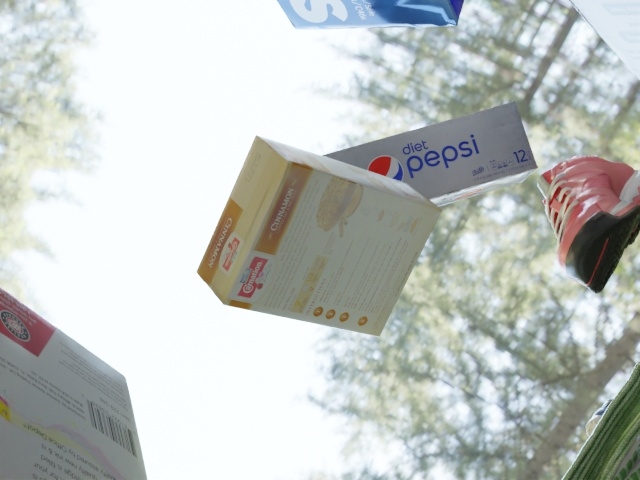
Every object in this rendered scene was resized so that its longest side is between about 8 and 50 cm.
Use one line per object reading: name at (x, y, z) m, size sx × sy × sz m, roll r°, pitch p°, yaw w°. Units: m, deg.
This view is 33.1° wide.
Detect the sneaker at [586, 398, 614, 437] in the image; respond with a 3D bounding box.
sneaker at (0.429, 0.296, 1.524) m, size 0.084 × 0.058 × 0.152 m, roll -38°, pitch -72°, yaw -43°

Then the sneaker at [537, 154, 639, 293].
sneaker at (0.317, -0.032, 1.312) m, size 0.136 × 0.116 × 0.314 m, roll 26°, pitch -154°, yaw 18°

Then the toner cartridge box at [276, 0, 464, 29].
toner cartridge box at (-0.011, -0.299, 0.825) m, size 0.165 × 0.348 × 0.075 m, roll 3°, pitch -117°, yaw 28°

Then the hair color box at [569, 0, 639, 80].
hair color box at (0.284, -0.252, 0.894) m, size 0.374 × 0.114 × 0.185 m, roll 40°, pitch 172°, yaw -25°

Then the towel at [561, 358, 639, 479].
towel at (0.213, 0.220, 0.826) m, size 0.038 × 0.325 × 0.248 m, roll 32°, pitch -97°, yaw 26°

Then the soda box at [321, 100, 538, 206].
soda box at (0.129, -0.091, 1.412) m, size 0.286 × 0.091 × 0.098 m, roll -17°, pitch -99°, yaw -6°

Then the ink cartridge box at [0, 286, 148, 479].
ink cartridge box at (-0.243, 0.201, 0.858) m, size 0.226 × 0.131 × 0.306 m, roll 49°, pitch -167°, yaw -42°

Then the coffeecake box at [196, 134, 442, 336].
coffeecake box at (0.000, 0.000, 0.995) m, size 0.185 × 0.142 × 0.068 m, roll 15°, pitch -163°, yaw -37°
